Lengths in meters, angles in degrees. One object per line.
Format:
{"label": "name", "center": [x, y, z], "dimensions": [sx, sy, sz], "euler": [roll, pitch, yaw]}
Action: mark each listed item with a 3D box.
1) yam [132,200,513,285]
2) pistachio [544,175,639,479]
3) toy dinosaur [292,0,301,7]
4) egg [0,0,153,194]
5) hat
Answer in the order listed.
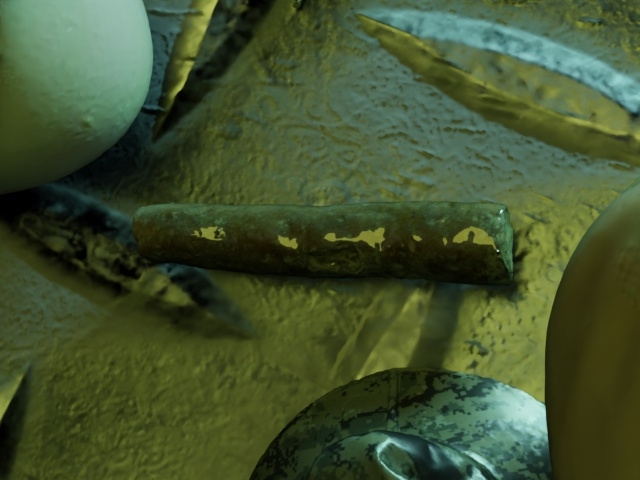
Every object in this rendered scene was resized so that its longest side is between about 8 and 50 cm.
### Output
{"label": "yam", "center": [0.000, 0.000, 0.936], "dimensions": [0.274, 0.061, 0.061], "euler": [1, 76, 18]}
{"label": "pistachio", "center": [0.281, 0.133, 0.690], "dimensions": [0.281, 0.365, 0.445], "euler": [-7, 62, -32]}
{"label": "toy dinosaur", "center": [0.003, -0.207, 1.008], "dimensions": [0.113, 0.026, 0.041], "euler": [-16, 55, 21]}
{"label": "egg", "center": [-0.214, -0.142, 0.988], "dimensions": [0.271, 0.162, 0.206], "euler": [28, 120, 53]}
{"label": "hat", "center": [0.049, 0.189, 0.836], "dimensions": [0.265, 0.128, 0.265], "euler": [-6, 72, 18]}
